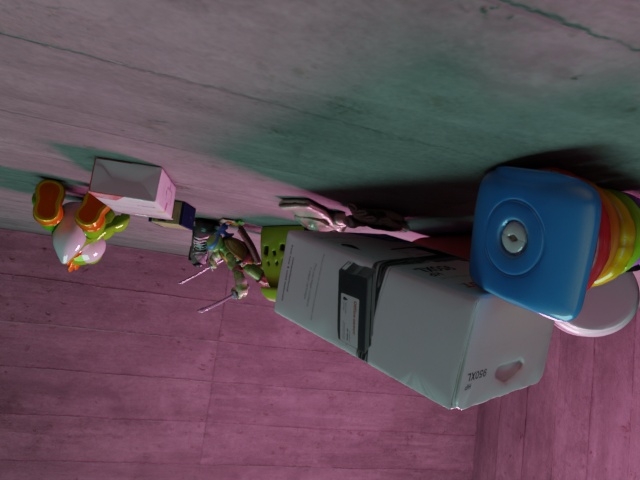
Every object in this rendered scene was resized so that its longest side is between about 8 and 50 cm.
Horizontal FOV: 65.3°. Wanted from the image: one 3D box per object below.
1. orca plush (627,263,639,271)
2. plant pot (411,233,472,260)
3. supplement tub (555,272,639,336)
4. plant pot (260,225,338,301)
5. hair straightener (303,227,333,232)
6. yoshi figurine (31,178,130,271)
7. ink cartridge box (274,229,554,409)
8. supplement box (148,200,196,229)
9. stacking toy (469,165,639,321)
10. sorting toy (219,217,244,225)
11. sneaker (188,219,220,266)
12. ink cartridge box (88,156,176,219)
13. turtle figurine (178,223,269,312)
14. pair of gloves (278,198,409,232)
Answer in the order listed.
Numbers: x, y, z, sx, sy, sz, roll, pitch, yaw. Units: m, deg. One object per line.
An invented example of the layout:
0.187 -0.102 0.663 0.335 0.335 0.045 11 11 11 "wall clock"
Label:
0.474 0.032 0.922 0.287 0.102 0.151 9 172 -12 "orca plush"
0.309 0.105 1.123 0.274 0.275 0.243 13 -179 -36 "plant pot"
0.603 0.122 1.135 0.191 0.191 0.272 4 172 24 "supplement tub"
-0.029 0.080 1.399 0.227 0.207 0.228 -1 170 45 "plant pot"
0.000 0.000 1.145 0.088 0.047 0.230 9 -168 -3 "hair straightener"
-0.600 -0.057 1.266 0.203 0.204 0.362 -33 174 -26 "yoshi figurine"
0.157 0.105 0.862 0.285 0.167 0.394 1 -167 -43 "ink cartridge box"
-0.358 -0.062 1.210 0.083 0.056 0.083 7 173 5 "supplement box"
0.359 -0.008 0.644 0.301 0.166 0.175 -1 -166 -25 "stacking toy"
-0.239 -0.049 1.362 0.061 0.012 0.083 10 172 -19 "sorting toy"
-0.353 0.014 1.498 0.086 0.132 0.228 9 173 -13 "sneaker"
-0.343 -0.091 0.941 0.115 0.067 0.198 9 171 -7 "ink cartridge box"
-0.252 0.108 1.468 0.266 0.275 0.197 26 160 -34 "turtle figurine"
0.052 -0.040 1.033 0.239 0.042 0.204 6 173 19 "pair of gloves"
